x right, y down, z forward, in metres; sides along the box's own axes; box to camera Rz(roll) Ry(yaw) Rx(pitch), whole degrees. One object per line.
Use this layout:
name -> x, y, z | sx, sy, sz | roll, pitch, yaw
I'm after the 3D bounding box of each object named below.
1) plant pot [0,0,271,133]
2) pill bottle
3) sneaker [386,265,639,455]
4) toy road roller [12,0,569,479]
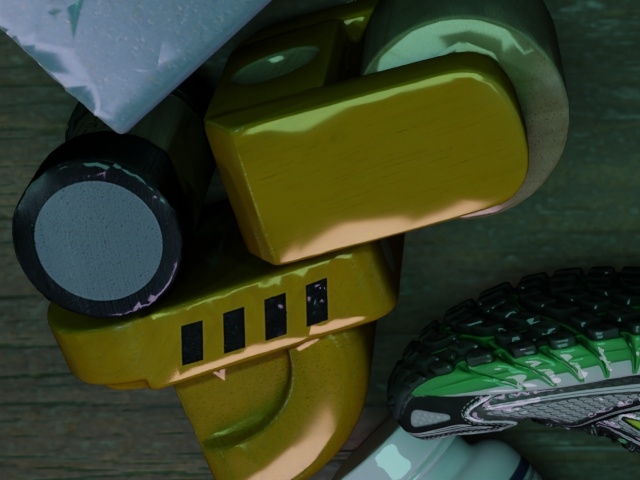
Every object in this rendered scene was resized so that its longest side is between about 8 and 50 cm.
plant pot -> -0.093, -0.263, 1.001 | 0.252, 0.248, 0.247 | -34, 130, 17
pill bottle -> 0.099, 0.186, 1.188 | 0.112, 0.112, 0.186 | -44, 92, 11
sneaker -> 0.209, 0.097, 1.133 | 0.343, 0.134, 0.146 | 0, 103, -5
toy road roller -> 0.000, 0.000, 1.135 | 0.329, 0.202, 0.240 | -18, 110, 11
